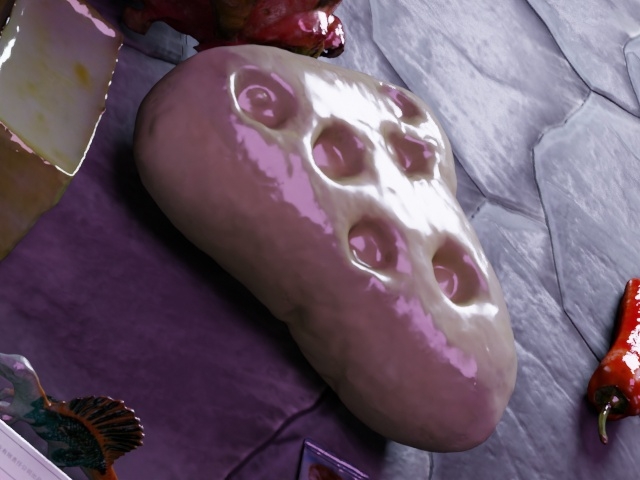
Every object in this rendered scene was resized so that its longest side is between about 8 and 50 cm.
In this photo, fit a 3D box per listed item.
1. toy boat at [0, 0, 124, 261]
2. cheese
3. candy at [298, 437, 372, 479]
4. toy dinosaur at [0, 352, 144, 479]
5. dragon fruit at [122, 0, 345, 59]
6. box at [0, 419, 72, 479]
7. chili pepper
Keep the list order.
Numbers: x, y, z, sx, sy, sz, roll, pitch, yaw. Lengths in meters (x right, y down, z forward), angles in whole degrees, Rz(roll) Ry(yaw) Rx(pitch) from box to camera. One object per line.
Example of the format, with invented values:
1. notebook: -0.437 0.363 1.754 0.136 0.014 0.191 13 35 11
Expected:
1. toy boat: -0.217 -0.101 1.004 0.111 0.084 0.276 39 40 -24
2. cheese: 0.000 0.000 1.126 0.328 0.130 0.350 15 53 -43
3. candy: 0.014 0.222 1.067 0.088 0.038 0.136 28 38 -13
4. toy dinosaur: -0.155 0.127 0.893 0.187 0.106 0.044 39 42 -20
5. dragon fruit: -0.067 -0.243 1.188 0.282 0.147 0.211 43 37 22
6. box: -0.214 0.143 0.836 0.154 0.084 0.040 45 41 -16
7. chili pepper: 0.326 0.124 1.447 0.071 0.063 0.272 59 34 -18
